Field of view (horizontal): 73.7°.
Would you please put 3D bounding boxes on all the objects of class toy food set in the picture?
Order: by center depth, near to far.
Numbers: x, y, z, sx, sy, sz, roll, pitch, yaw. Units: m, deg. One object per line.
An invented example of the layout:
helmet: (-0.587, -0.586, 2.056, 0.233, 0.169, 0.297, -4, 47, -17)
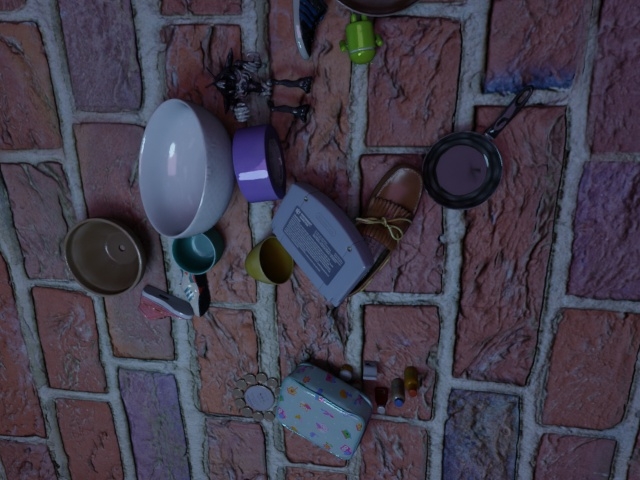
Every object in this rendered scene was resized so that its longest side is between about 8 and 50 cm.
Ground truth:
toy food set: (0.168, 0.435, 1.260, 0.233, 0.104, 0.111, 4, 107, 7)

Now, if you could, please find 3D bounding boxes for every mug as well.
mug: (-0.343, 0.007, 1.205, 0.130, 0.097, 0.157, -6, 105, 10)

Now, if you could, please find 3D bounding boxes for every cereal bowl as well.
cereal bowl: (-0.322, -0.175, 1.085, 0.339, 0.141, 0.338, 4, 95, 44)

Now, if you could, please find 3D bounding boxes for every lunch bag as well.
lunch bag: (0.004, 0.506, 1.273, 0.279, 0.108, 0.224, 23, 122, 20)

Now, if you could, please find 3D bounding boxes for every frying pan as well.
frying pan: (0.368, -0.235, 1.057, 0.197, 0.053, 0.326, 14, 106, 4)

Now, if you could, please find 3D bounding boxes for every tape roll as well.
tape roll: (-0.148, -0.191, 1.070, 0.080, 0.189, 0.188, -6, 106, 9)

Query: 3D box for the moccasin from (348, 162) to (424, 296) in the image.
moccasin: (0.144, -0.021, 1.102, 0.139, 0.147, 0.380, 33, 108, -3)

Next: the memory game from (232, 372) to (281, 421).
memory game: (-0.196, 0.509, 1.383, 0.186, 0.012, 0.186, 2, 107, 7)

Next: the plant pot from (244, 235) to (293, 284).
plant pot: (-0.155, 0.062, 1.191, 0.095, 0.134, 0.134, -14, 106, 37)

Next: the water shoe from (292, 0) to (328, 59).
water shoe: (-0.022, -0.537, 1.008, 0.080, 0.073, 0.203, -2, 107, 6)

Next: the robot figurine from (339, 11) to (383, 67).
robot figurine: (0.096, -0.474, 1.013, 0.101, 0.067, 0.115, -10, 106, 0)

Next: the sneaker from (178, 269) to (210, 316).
sneaker: (-0.383, 0.151, 1.285, 0.075, 0.057, 0.161, 4, 110, 24)

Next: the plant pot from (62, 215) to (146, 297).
plant pot: (-0.605, 0.037, 1.245, 0.238, 0.109, 0.237, 3, 107, 8)

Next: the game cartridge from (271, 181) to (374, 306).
game cartridge: (0.000, 0.000, 1.092, 0.297, 0.062, 0.198, 50, 126, 20)

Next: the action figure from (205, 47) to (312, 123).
action figure: (-0.162, -0.374, 1.044, 0.276, 0.141, 0.164, 10, 109, 1)

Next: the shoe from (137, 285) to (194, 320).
shoe: (-0.474, 0.214, 1.308, 0.178, 0.063, 0.081, 26, 110, 5)

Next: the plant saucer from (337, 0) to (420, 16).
plant saucer: (0.128, -0.659, 0.940, 0.311, 0.050, 0.310, -1, 105, -2)
